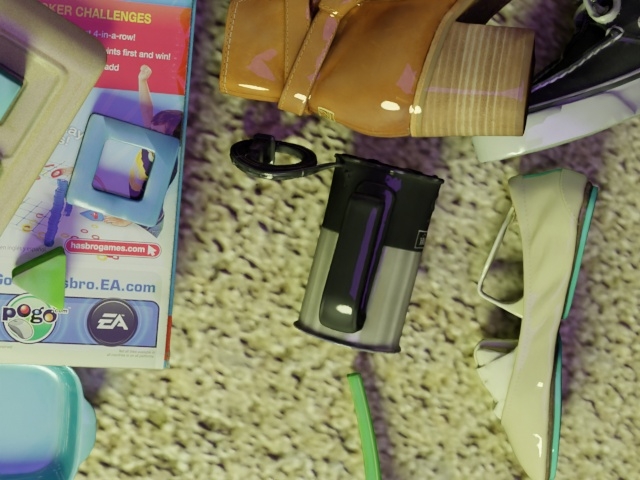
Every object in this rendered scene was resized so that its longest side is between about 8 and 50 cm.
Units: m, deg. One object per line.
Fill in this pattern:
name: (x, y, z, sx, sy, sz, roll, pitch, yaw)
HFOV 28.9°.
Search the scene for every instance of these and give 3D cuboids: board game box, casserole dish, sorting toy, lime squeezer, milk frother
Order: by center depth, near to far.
sorting toy: (-0.255, -0.084, 0.761, 0.347, 0.047, 0.196, 31, 90, -16)
board game box: (-0.247, -0.073, 0.835, 0.308, 0.086, 0.302, 4, 97, -14)
casserole dish: (-0.257, 0.130, 0.889, 0.188, 0.037, 0.114, 3, 97, -15)
milk frother: (0.000, 0.000, 0.913, 0.143, 0.129, 0.135, 16, 95, 27)
lime squeezer: (0.012, 0.263, 0.976, 0.110, 0.059, 0.310, 24, 94, 14)

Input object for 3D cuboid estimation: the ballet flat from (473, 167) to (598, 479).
ballet flat: (0.159, 0.065, 0.969, 0.086, 0.086, 0.248, 6, 95, -15)

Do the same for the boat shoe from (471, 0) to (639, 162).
boat shoe: (0.234, -0.155, 0.930, 0.306, 0.113, 0.105, -26, 97, -12)

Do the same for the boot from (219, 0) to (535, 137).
boot: (0.053, -0.205, 0.891, 0.220, 0.109, 0.283, 8, 76, 11)
